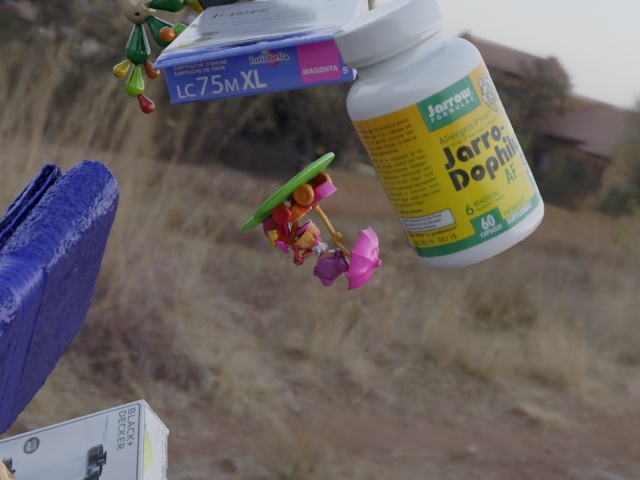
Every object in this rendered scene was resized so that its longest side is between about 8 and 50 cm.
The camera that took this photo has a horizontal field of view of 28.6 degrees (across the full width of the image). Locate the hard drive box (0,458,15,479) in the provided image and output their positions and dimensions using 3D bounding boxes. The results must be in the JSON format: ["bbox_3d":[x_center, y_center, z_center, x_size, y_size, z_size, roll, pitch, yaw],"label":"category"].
[{"bbox_3d":[-0.285,0.137,0.693,0.181,0.089,0.232,43,10,34],"label":"hard drive box"}]

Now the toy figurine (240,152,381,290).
[{"bbox_3d":[0.000,0.000,1.617,0.159,0.173,0.130,52,37,2],"label":"toy figurine"}]

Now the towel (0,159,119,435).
[{"bbox_3d":[-0.275,0.083,1.031,0.076,0.227,0.308,26,37,2],"label":"towel"}]

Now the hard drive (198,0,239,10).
[{"bbox_3d":[-0.096,-0.332,1.456,0.094,0.135,0.022,60,10,-6],"label":"hard drive"}]

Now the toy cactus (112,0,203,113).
[{"bbox_3d":[-0.250,-0.311,1.839,0.180,0.219,0.112,48,39,17],"label":"toy cactus"}]

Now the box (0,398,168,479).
[{"bbox_3d":[-0.369,0.352,1.816,0.290,0.169,0.087,-16,-46,12],"label":"box"}]

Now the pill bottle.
[{"bbox_3d":[0.092,-0.091,1.019,0.118,0.208,0.117,-24,15,7],"label":"pill bottle"}]

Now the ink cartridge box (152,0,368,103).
[{"bbox_3d":[-0.050,-0.200,1.286,0.186,0.065,0.311,-7,17,8],"label":"ink cartridge box"}]
